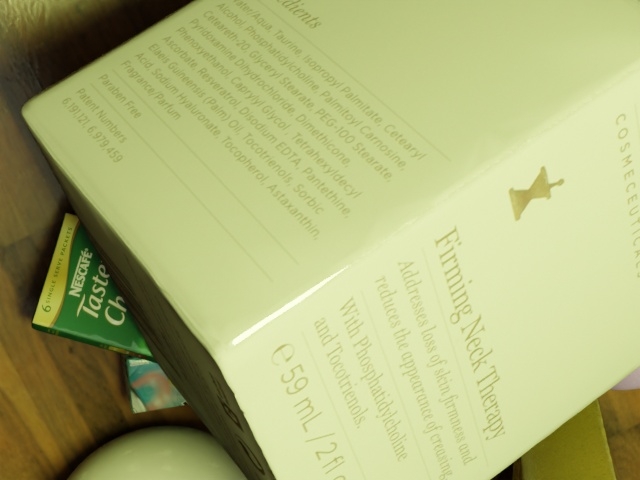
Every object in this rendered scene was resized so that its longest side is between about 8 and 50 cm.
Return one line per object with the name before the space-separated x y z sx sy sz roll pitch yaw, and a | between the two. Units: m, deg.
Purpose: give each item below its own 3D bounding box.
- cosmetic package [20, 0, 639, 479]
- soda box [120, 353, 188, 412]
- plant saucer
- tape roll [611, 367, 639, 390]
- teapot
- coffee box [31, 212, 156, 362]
cosmetic package | 0.046 -0.019 1.065 0.393 0.327 0.329 -34 138 -12
soda box | -0.102 0.120 1.329 0.183 0.063 0.058 -8 106 -12
plant saucer | 0.234 0.331 1.366 0.081 0.333 0.333 3 107 6
tape roll | 0.314 0.007 1.294 0.090 0.275 0.275 40 93 -22
teapot | -0.149 0.306 1.274 0.256 0.187 0.252 -41 93 8
coffee box | -0.168 0.053 1.266 0.184 0.040 0.113 18 77 -8
